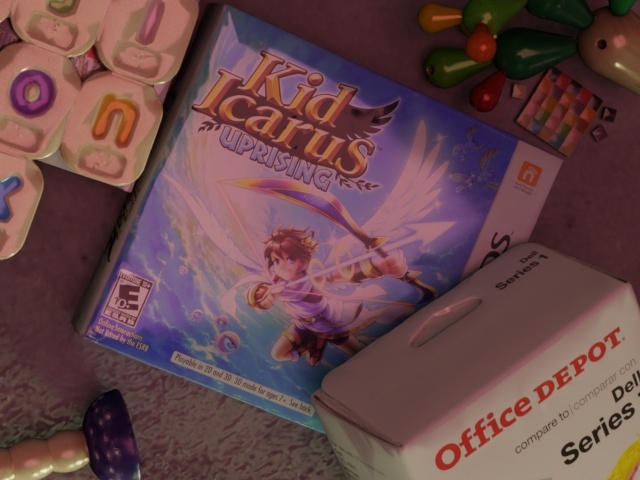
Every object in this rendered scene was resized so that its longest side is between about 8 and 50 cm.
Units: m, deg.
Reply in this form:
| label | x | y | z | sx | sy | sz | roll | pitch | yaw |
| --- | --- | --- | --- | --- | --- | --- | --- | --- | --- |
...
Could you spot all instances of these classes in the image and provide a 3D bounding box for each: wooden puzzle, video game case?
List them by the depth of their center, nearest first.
| label | x | y | z | sx | sy | sz | roll | pitch | yaw |
| --- | --- | --- | --- | --- | --- | --- | --- | --- | --- |
| video game case | 0.000 | 0.000 | 1.205 | 0.269 | 0.061 | 0.244 | 23 | 91 | -16 |
| wooden puzzle | 0.174 | -0.094 | 1.264 | 0.083 | 0.006 | 0.049 | 33 | 89 | -16 |

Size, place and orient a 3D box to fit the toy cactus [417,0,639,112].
| label | x | y | z | sx | sy | sz | roll | pitch | yaw |
| --- | --- | --- | --- | --- | --- | --- | --- | --- | --- |
| toy cactus | 0.178 | -0.156 | 1.187 | 0.180 | 0.112 | 0.219 | 33 | 113 | -27 |

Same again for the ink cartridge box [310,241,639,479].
| label | x | y | z | sx | sy | sz | roll | pitch | yaw |
| --- | --- | --- | --- | --- | --- | --- | --- | --- | --- |
| ink cartridge box | 0.145 | 0.173 | 1.191 | 0.201 | 0.117 | 0.278 | -34 | 118 | -19 |

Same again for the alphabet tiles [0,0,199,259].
| label | x | y | z | sx | sy | sz | roll | pitch | yaw |
| --- | --- | --- | --- | --- | --- | --- | --- | --- | --- |
| alphabet tiles | -0.229 | -0.140 | 1.101 | 0.284 | 0.021 | 0.278 | 18 | 93 | -15 |

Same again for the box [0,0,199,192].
| label | x | y | z | sx | sy | sz | roll | pitch | yaw |
| --- | --- | --- | --- | --- | --- | --- | --- | --- | --- |
| box | -0.163 | -0.167 | 1.148 | 0.159 | 0.044 | 0.233 | 20 | 93 | -15 |

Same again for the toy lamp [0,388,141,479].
| label | x | y | z | sx | sy | sz | roll | pitch | yaw |
| --- | --- | --- | --- | --- | --- | --- | --- | --- | --- |
| toy lamp | -0.261 | 0.161 | 1.154 | 0.275 | 0.080 | 0.080 | -11 | 100 | -15 |
